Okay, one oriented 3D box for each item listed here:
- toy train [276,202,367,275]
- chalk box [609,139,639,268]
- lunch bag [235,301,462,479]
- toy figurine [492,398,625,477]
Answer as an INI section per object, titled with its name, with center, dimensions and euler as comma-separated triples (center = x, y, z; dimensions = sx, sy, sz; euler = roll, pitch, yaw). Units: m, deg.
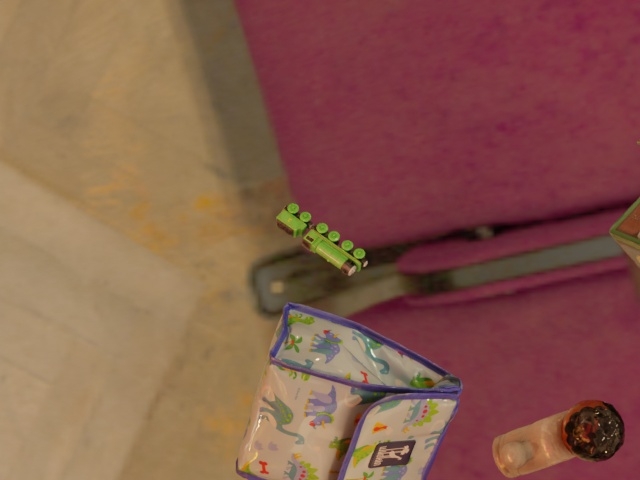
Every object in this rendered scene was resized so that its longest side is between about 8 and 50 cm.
[toy train]
center = 0.000, 0.000, 1.304
dimensions = 0.083, 0.017, 0.024
euler = 35, 63, 17
[chalk box]
center = 0.405, -0.002, 1.503
dimensions = 0.179, 0.180, 0.289
euler = -46, 114, -5
[lunch bag]
center = 0.022, 0.138, 1.281
dimensions = 0.151, 0.129, 0.096
euler = 17, 35, -2
[toy figurine]
center = 0.221, 0.240, 1.285
dimensions = 0.213, 0.148, 0.209
euler = 34, 64, -13
